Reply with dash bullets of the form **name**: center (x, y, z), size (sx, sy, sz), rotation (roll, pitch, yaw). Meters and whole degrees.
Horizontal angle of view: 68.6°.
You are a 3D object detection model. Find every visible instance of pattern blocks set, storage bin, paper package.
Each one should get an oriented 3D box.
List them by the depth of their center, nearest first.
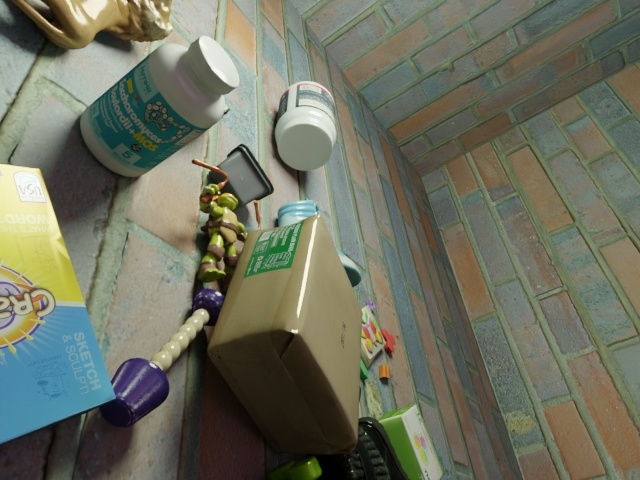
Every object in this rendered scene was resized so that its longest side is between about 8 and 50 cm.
- **paper package**: center (-0.040, 0.166, 0.874), size (0.325, 0.168, 0.310), rotation (-80, 153, -53)
- **storage bin**: center (-0.193, -0.138, 1.087), size (0.091, 0.098, 0.135), rotation (-41, 105, -38)
- **pattern blocks set**: center (0.140, 0.279, 1.400), size (0.286, 0.026, 0.325), rotation (59, 24, -8)

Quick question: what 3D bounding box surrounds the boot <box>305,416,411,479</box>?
- **boot**: center (0.104, 0.531, 0.910), size (0.348, 0.131, 0.260), rotation (58, 14, 17)

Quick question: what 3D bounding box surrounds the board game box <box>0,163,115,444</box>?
- **board game box**: center (-0.380, 0.063, 0.493), size (0.242, 0.064, 0.317), rotation (-3, 68, -65)

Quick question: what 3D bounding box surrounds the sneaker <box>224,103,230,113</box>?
- **sneaker**: center (-0.289, -0.288, 1.025), size (0.108, 0.100, 0.271), rotation (54, 24, -6)

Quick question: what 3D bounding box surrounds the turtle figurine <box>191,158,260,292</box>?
- **turtle figurine**: center (-0.198, -0.019, 0.930), size (0.269, 0.087, 0.218), rotation (56, 28, -58)

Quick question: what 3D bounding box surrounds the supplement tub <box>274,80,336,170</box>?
- **supplement tub**: center (-0.046, -0.368, 1.497), size (0.191, 0.191, 0.272), rotation (46, 28, -34)

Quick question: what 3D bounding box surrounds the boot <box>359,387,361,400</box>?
- **boot**: center (0.037, 0.277, 1.118), size (0.176, 0.088, 0.245), rotation (41, 39, -41)

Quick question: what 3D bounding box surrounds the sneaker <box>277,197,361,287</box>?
- **sneaker**: center (0.000, 0.000, 1.283), size (0.319, 0.127, 0.208), rotation (38, 34, -46)

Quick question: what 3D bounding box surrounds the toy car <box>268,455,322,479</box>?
- **toy car**: center (-0.070, 0.446, 0.705), size (0.188, 0.149, 0.155), rotation (-14, 72, -37)

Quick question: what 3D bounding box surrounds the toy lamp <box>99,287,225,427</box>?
- **toy lamp**: center (-0.222, 0.166, 0.701), size (0.080, 0.080, 0.275), rotation (58, 23, -10)

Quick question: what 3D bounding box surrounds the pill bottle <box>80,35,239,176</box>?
- **pill bottle**: center (-0.265, -0.228, 0.792), size (0.146, 0.264, 0.146), rotation (46, 28, -33)

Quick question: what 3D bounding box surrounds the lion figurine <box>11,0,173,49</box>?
- **lion figurine**: center (-0.437, -0.437, 0.867), size (0.240, 0.142, 0.392), rotation (58, 36, -30)

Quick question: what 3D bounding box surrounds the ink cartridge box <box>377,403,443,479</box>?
- **ink cartridge box**: center (0.196, 0.534, 1.153), size (0.255, 0.097, 0.189), rotation (11, 55, -63)
